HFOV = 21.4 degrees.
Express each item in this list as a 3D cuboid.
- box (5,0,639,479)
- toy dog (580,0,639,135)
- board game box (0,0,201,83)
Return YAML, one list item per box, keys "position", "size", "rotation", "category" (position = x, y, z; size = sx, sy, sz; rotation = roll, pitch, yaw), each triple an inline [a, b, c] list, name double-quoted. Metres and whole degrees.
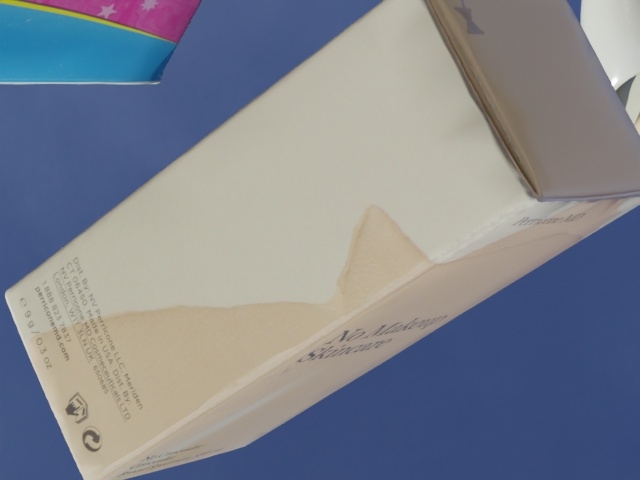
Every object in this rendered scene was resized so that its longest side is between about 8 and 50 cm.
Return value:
- position: [0.000, 0.000, 0.867]
  size: [0.148, 0.311, 0.121]
  rotation: [-7, -113, -53]
  category: "box"
- position: [0.183, -0.177, 1.178]
  size: [0.220, 0.161, 0.334]
  rotation: [-35, -77, -52]
  category: "toy dog"
- position: [-0.088, -0.168, 0.372]
  size: [0.224, 0.303, 0.097]
  rotation: [-4, -124, -35]
  category: "board game box"
